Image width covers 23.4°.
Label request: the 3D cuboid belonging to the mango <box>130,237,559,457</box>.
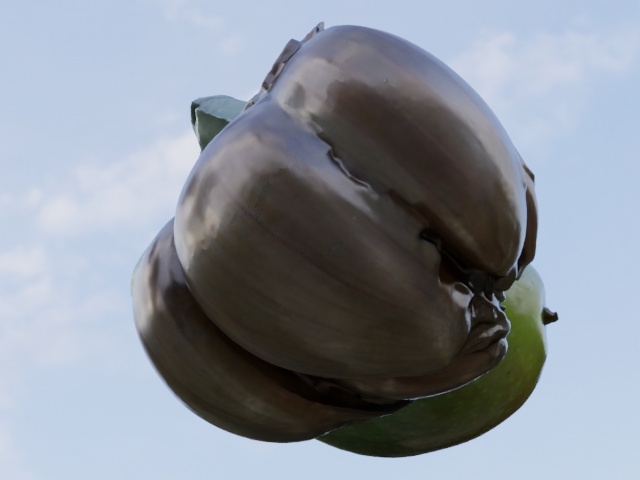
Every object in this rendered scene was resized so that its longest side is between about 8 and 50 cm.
[{"bbox_3d":[0.013,0.065,1.352,0.381,0.225,0.201,12,-12,17],"label":"mango"}]

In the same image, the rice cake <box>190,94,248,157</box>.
[{"bbox_3d":[0.003,-0.024,0.991,0.038,0.211,0.124,-36,-54,-38],"label":"rice cake"}]

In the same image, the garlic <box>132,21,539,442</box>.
[{"bbox_3d":[0.000,0.000,0.761,0.214,0.191,0.160,-44,-26,-5],"label":"garlic"}]
